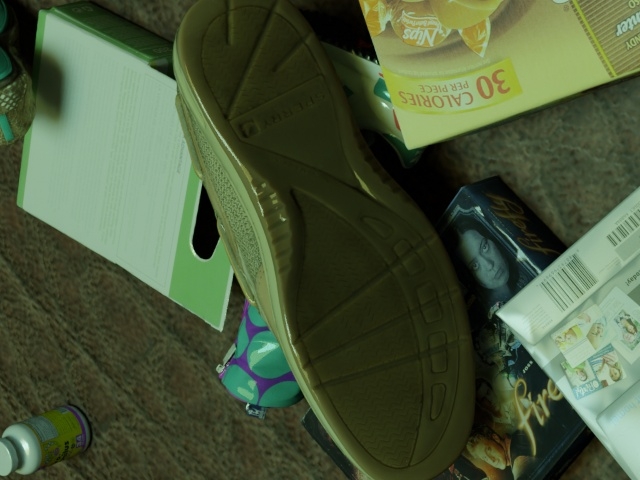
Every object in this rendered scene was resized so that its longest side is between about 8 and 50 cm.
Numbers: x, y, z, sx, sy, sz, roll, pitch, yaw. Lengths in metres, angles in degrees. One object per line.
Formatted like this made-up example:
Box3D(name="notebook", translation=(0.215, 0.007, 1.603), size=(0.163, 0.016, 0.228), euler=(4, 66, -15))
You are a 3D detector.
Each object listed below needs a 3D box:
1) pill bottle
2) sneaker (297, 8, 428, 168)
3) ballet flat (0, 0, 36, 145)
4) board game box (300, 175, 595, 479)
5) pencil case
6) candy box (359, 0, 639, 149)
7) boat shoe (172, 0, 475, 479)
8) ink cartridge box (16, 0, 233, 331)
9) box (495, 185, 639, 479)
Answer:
Box3D(name="pill bottle", translation=(-0.233, 0.167, 1.525), size=(0.043, 0.083, 0.043), euler=(14, 112, 38))
Box3D(name="sneaker", translation=(0.012, -0.102, 1.247), size=(0.161, 0.057, 0.075), euler=(27, 114, 29))
Box3D(name="ballet flat", translation=(-0.259, -0.130, 1.426), size=(0.206, 0.073, 0.067), euler=(-112, 7, -60))
Box3D(name="board game box", translation=(0.101, 0.100, 1.240), size=(0.165, 0.042, 0.243), euler=(47, 128, 20))
Box3D(name="pencil case", translation=(-0.031, 0.047, 1.323), size=(0.064, 0.070, 0.152), euler=(-108, 27, -63))
Box3D(name="candy box", translation=(0.160, -0.184, 1.072), size=(0.316, 0.087, 0.183), euler=(-18, 91, 42))
Box3D(name="boat shoe", translation=(0.000, 0.000, 1.213), size=(0.341, 0.121, 0.110), euler=(68, 163, 6))
Box3D(name="ink cartridge box", translation=(-0.127, -0.059, 1.384), size=(0.235, 0.056, 0.171), euler=(28, 120, 31))
Box3D(name="box", translation=(0.218, 0.068, 1.096), size=(0.145, 0.038, 0.186), euler=(-43, 71, 15))
